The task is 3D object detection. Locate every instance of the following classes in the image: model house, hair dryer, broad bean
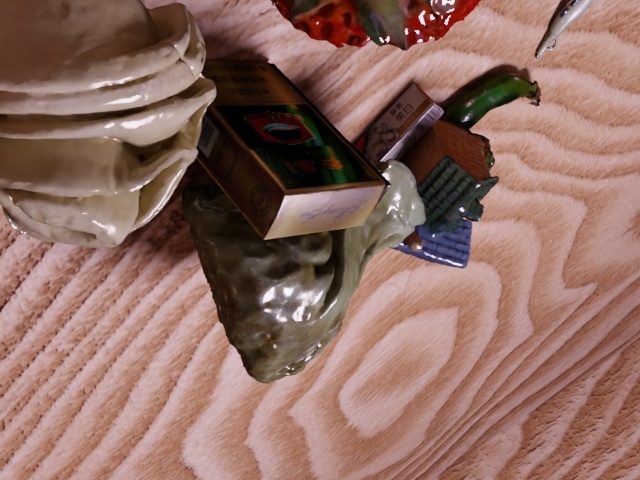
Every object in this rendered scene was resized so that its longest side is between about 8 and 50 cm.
[{"bbox_3d":[0.167,-0.052,1.548,0.166,0.172,0.183,21,124,-23],"label":"model house"},{"bbox_3d":[0.349,-0.350,1.552,0.199,0.067,0.167,-37,146,28],"label":"hair dryer"},{"bbox_3d":[0.216,-0.159,1.645,0.292,0.049,0.144,-40,149,3],"label":"broad bean"}]

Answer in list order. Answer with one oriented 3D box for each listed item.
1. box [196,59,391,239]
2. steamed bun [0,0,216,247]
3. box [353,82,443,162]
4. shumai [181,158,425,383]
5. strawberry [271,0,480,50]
[{"bbox_3d":[-0.059,-0.108,1.193,0.159,0.240,0.071,-7,136,-46],"label":"box"},{"bbox_3d":[-0.222,-0.120,1.019,0.276,0.203,0.289,-20,146,-31],"label":"steamed bun"},{"bbox_3d":[0.078,-0.123,1.529,0.218,0.055,0.039,-45,150,11],"label":"box"},{"bbox_3d":[0.000,0.000,1.335,0.288,0.292,0.330,-19,174,-1],"label":"shumai"},{"bbox_3d":[0.090,-0.359,1.021,0.351,0.267,0.312,-47,158,-45],"label":"strawberry"}]
